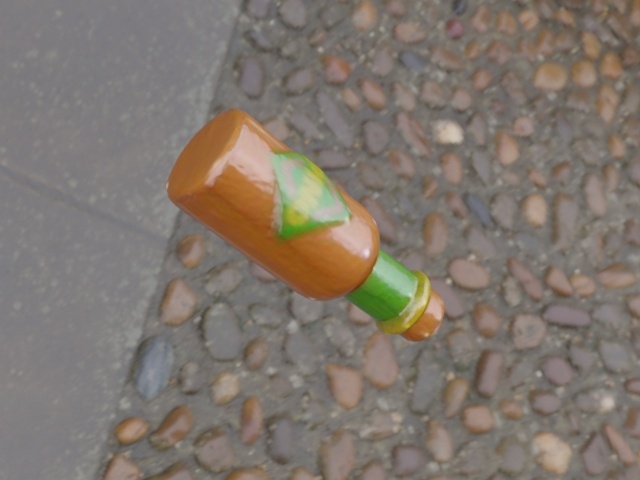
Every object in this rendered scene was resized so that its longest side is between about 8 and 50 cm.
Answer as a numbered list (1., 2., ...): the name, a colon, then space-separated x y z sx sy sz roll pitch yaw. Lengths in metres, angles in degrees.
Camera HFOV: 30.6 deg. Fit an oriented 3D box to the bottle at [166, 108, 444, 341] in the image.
1. bottle: 0.000 0.000 0.691 0.187 0.069 0.069 36 55 -27
